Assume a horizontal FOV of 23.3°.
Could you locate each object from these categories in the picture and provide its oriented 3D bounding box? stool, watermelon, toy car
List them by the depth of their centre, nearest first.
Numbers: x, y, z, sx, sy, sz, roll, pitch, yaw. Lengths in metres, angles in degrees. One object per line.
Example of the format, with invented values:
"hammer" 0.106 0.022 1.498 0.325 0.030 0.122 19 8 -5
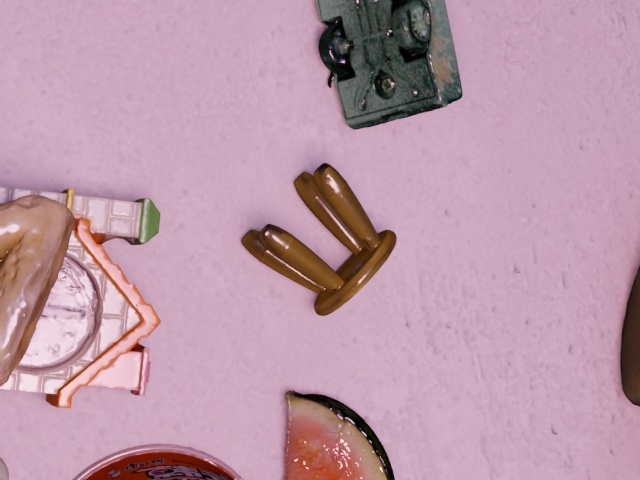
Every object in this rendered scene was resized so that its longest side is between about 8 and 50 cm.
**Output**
"stool" 0.000 0.000 1.519 0.110 0.135 0.134 45 33 -7
"toy car" 0.052 -0.278 1.537 0.097 0.141 0.321 -12 91 -44
"watermelon" 0.019 0.264 1.546 0.119 0.063 0.245 -6 95 -4

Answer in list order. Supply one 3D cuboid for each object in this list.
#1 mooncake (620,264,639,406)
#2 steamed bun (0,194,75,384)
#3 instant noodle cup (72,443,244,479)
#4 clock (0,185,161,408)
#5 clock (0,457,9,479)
"mooncake" 0.448 0.104 1.520 0.187 0.351 0.351 9 86 -16
"steamed bun" -0.307 0.025 1.316 0.155 0.141 0.172 22 77 -5
"instant noodle cup" -0.132 0.321 1.426 0.250 0.192 0.250 0 89 -17
"clock" -0.277 0.056 1.437 0.255 0.106 0.220 6 87 -16
"clock" -0.378 0.262 1.399 0.151 0.062 0.191 26 69 -26
